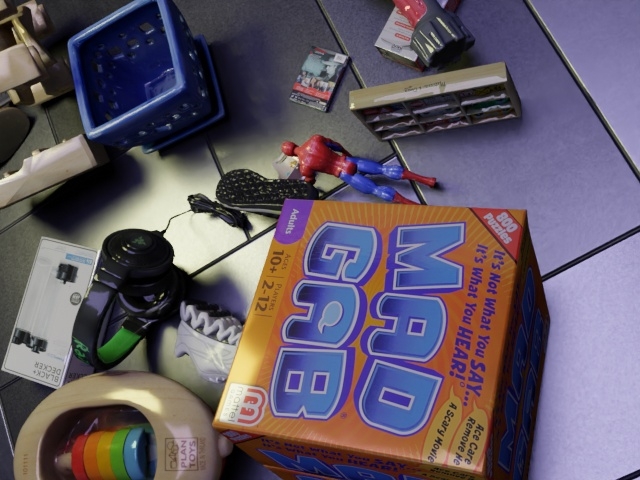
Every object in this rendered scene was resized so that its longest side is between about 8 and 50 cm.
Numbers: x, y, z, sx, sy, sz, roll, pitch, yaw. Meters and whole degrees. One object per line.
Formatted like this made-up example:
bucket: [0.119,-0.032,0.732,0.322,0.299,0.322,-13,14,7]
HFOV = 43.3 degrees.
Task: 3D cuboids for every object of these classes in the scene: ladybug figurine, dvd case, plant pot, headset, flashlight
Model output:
ladybug figurine: [-0.354,0.395,1.492,0.450,0.162,0.304,-6,77,22]
dvd case: [-0.003,-0.318,1.584,0.087,0.013,0.119,22,89,25]
plant pot: [-0.333,-0.315,1.613,0.236,0.212,0.235,-23,71,17]
headset: [-0.307,0.073,1.520,0.185,0.243,0.394,23,65,11]
flashlight: [0.142,-0.434,1.444,0.103,0.103,0.304,-48,62,36]

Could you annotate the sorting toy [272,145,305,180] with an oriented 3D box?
sorting toy: [-0.057,-0.151,1.556,0.075,0.045,0.083,39,96,32]

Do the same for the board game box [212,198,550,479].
board game box: [0.119,0.186,1.183,0.357,0.356,0.356,4,61,24]

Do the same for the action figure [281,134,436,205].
action figure: [0.062,-0.118,1.481,0.281,0.139,0.091,21,84,3]

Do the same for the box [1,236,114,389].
box: [-0.526,0.151,1.660,0.169,0.087,0.289,13,84,25]

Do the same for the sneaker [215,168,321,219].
sneaker: [-0.093,-0.067,1.519,0.235,0.097,0.084,14,66,31]

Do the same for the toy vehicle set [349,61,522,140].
toy vehicle set: [0.201,-0.235,1.395,0.267,0.166,0.035,-7,75,22]

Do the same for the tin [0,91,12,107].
tin: [-0.747,-0.345,1.820,0.040,0.189,0.106,15,128,19]

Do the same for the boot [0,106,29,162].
boot: [-0.802,-0.211,1.854,0.305,0.112,0.115,-40,43,4]

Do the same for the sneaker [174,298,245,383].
sneaker: [-0.148,0.210,1.437,0.292,0.110,0.118,26,97,34]

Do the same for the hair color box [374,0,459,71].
hair color box: [0.184,-0.411,1.504,0.093,0.053,0.167,29,89,26]

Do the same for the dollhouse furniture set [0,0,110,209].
dollhouse furniture set: [-0.643,-0.285,1.644,0.257,0.362,0.394,-25,99,-1]
